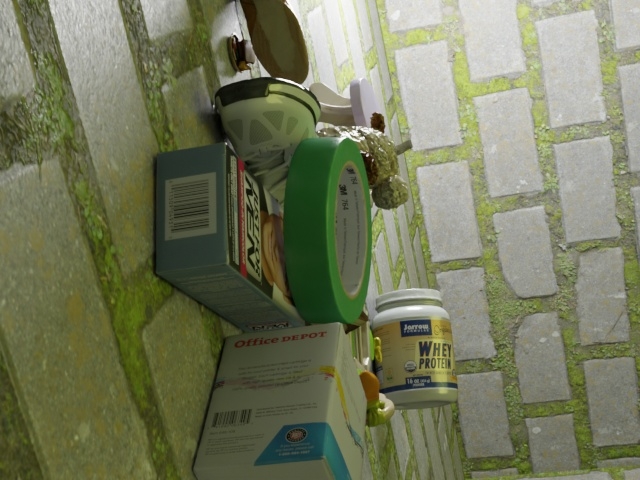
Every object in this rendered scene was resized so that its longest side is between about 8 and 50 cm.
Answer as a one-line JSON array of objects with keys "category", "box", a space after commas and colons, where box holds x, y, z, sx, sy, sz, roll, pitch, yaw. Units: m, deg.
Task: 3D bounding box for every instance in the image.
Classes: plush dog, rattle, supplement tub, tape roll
[{"category": "plush dog", "box": [0.069, -0.194, 2.103, 0.225, 0.262, 0.210, 1, 105, -59]}, {"category": "rattle", "box": [0.106, 0.355, 2.228, 0.143, 0.130, 0.200, 64, 18, -8]}, {"category": "supplement tub", "box": [0.265, 0.312, 2.671, 0.228, 0.228, 0.316, 45, 39, -68]}, {"category": "tape roll", "box": [0.019, -0.017, 1.613, 0.321, 0.077, 0.321, 0, 90, -75]}]

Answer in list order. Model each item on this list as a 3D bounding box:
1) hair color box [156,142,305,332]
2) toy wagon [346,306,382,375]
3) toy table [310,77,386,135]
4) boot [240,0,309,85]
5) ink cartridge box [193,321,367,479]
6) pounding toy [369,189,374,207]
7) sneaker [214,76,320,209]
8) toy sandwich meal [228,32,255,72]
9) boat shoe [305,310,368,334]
[{"category": "hair color box", "box": [-0.130, 0.011, 1.460, 0.374, 0.113, 0.185, 51, 34, -67]}, {"category": "toy wagon", "box": [0.086, 0.237, 2.323, 0.344, 0.068, 0.267, 55, 30, -64]}, {"category": "toy table", "box": [0.059, -0.286, 2.324, 0.274, 0.161, 0.252, 61, 24, -54]}, {"category": "boot", "box": [-0.091, -0.446, 1.842, 0.295, 0.104, 0.211, 64, 13, -10]}, {"category": "ink cartridge box", "box": [-0.049, 0.294, 1.442, 0.270, 0.198, 0.197, -80, 157, -51]}, {"category": "pounding toy", "box": [0.122, -0.219, 2.553, 0.154, 0.155, 0.269, 26, 56, -79]}, {"category": "sneaker", "box": [-0.062, -0.103, 1.690, 0.447, 0.169, 0.257, 53, 29, -68]}, {"category": "toy sandwich meal", "box": [-0.149, -0.357, 1.780, 0.085, 0.029, 0.085, -8, 90, -77]}, {"category": "boat shoe", "box": [0.000, 0.163, 1.931, 0.123, 0.123, 0.342, 48, 11, 11]}]
